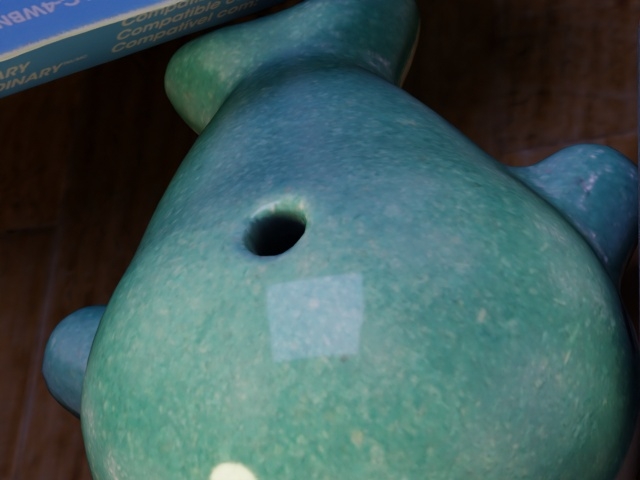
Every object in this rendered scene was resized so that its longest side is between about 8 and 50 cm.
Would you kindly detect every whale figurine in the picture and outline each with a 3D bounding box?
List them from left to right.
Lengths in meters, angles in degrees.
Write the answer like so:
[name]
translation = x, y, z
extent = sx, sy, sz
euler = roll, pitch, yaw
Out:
[whale figurine]
translation = 0.000, 0.000, 0.546
extent = 0.216, 0.141, 0.272
euler = -17, 50, 9

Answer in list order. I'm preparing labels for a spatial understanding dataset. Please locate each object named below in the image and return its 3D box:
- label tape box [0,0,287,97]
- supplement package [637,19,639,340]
[label tape box]
translation = -0.110, -0.141, 0.660
extent = 0.249, 0.115, 0.347
euler = -23, 47, -30
[supplement package]
translation = 0.221, -0.043, 0.419
extent = 0.262, 0.199, 0.198
euler = 3, 55, 6
